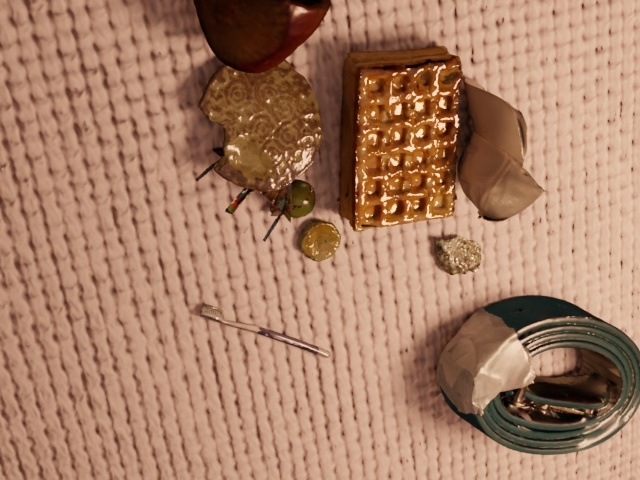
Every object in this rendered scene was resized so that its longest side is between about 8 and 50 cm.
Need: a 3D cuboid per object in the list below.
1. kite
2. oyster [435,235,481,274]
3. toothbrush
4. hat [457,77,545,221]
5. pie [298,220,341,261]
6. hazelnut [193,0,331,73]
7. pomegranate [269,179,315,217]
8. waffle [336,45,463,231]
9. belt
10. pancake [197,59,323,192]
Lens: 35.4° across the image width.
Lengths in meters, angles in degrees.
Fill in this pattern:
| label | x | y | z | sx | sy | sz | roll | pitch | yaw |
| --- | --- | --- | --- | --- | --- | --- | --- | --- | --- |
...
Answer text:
| label | x | y | z | sx | sy | sz | roll | pitch | yaw |
| --- | --- | --- | --- | --- | --- | --- | --- | --- | --- |
| kite | -0.106 | -0.104 | 1.708 | 0.183 | 0.010 | 0.160 | 42 | 76 | -5 |
| oyster | 0.274 | 0.029 | 1.956 | 0.100 | 0.037 | 0.098 | -16 | 118 | -16 |
| toothbrush | -0.099 | 0.171 | 1.868 | 0.288 | 0.024 | 0.026 | 23 | 88 | -29 |
| hat | 0.287 | -0.163 | 1.787 | 0.164 | 0.219 | 0.226 | -40 | 113 | 5 |
| pie | 0.000 | 0.000 | 1.836 | 0.084 | 0.020 | 0.085 | -10 | 118 | -20 |
| hazelnut | -0.088 | -0.382 | 1.540 | 0.217 | 0.217 | 0.252 | 5 | 119 | -25 |
| pomegranate | -0.046 | -0.070 | 1.764 | 0.073 | 0.084 | 0.073 | 13 | 62 | -26 |
| waffle | 0.141 | -0.182 | 1.777 | 0.212 | 0.091 | 0.308 | -9 | 116 | -20 |
| belt | 0.458 | 0.274 | 2.066 | 0.436 | 0.173 | 0.300 | 7 | 101 | -29 |
| pancake | -0.097 | -0.196 | 1.674 | 0.211 | 0.029 | 0.235 | -11 | 101 | -20 |
